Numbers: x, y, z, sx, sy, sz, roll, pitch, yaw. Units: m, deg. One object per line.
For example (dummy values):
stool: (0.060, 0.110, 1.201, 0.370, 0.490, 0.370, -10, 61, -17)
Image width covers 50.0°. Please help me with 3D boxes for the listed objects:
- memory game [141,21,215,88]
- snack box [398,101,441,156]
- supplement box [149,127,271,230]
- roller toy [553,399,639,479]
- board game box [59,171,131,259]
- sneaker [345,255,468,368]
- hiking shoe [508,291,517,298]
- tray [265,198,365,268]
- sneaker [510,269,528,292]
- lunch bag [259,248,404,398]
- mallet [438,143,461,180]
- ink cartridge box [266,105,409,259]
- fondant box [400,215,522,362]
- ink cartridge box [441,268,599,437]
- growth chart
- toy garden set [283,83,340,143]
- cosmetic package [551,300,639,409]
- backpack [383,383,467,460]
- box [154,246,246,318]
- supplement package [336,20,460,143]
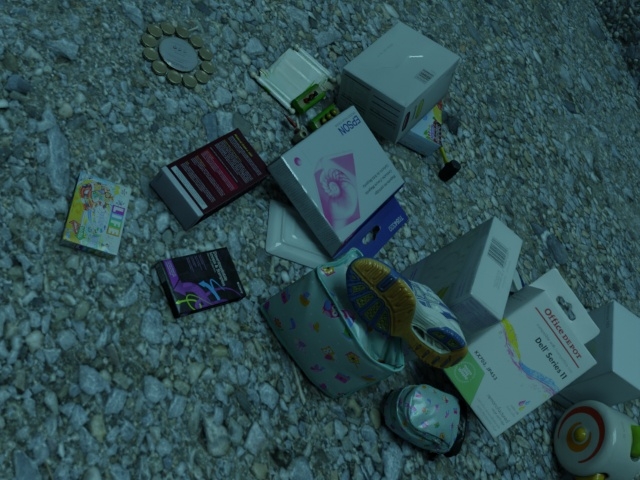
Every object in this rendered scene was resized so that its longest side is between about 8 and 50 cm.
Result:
memory game: (-0.335, -0.438, 1.621, 0.186, 0.012, 0.186, 18, 56, -28)
snack box: (0.262, -0.366, 1.975, 0.174, 0.070, 0.207, 24, 52, -21)
supplement box: (-0.232, -0.137, 1.484, 0.130, 0.073, 0.239, 53, 48, 0)
roller toy: (0.687, 0.506, 1.713, 0.146, 0.209, 0.191, 27, 13, -22)
board game box: (-0.430, -0.048, 1.320, 0.103, 0.026, 0.154, 20, 55, -27)
sneaker: (0.159, 0.123, 1.325, 0.296, 0.112, 0.131, 43, 24, -19)
hiking shoe: (0.410, 0.174, 1.692, 0.132, 0.113, 0.304, -26, 39, -31)
tray: (0.000, 0.000, 1.606, 0.270, 0.030, 0.145, 20, 54, -26)
sneaker: (0.532, 0.168, 1.860, 0.236, 0.130, 0.322, 27, 26, -52)
lunch bag: (0.038, 0.182, 1.397, 0.160, 0.223, 0.262, -26, 83, -45)
mallet: (0.359, -0.267, 1.995, 0.039, 0.062, 0.189, 7, 61, -34)
ink cartridge box: (0.073, -0.121, 1.639, 0.330, 0.071, 0.324, 53, 45, -7)
fondant box: (0.280, 0.118, 1.538, 0.096, 0.330, 0.238, 39, 49, -12)
ink cartridge box: (0.455, 0.242, 1.529, 0.353, 0.119, 0.207, -37, 94, 0)
growth chart: (-0.061, -0.424, 1.807, 0.172, 0.021, 0.237, 46, 48, -6)
toy garden set: (0.017, -0.268, 1.742, 0.244, 0.049, 0.204, 51, 48, -8)
cosmetic package: (0.735, 0.316, 1.829, 0.138, 0.225, 0.224, 34, 49, -16)
backpack: (0.230, 0.381, 1.501, 0.182, 0.115, 0.152, 26, 54, -20)
box: (-0.239, 0.081, 1.386, 0.162, 0.029, 0.116, -13, 74, -41)
supplement package: (0.207, -0.425, 1.842, 0.204, 0.145, 0.262, 36, 60, 16)
